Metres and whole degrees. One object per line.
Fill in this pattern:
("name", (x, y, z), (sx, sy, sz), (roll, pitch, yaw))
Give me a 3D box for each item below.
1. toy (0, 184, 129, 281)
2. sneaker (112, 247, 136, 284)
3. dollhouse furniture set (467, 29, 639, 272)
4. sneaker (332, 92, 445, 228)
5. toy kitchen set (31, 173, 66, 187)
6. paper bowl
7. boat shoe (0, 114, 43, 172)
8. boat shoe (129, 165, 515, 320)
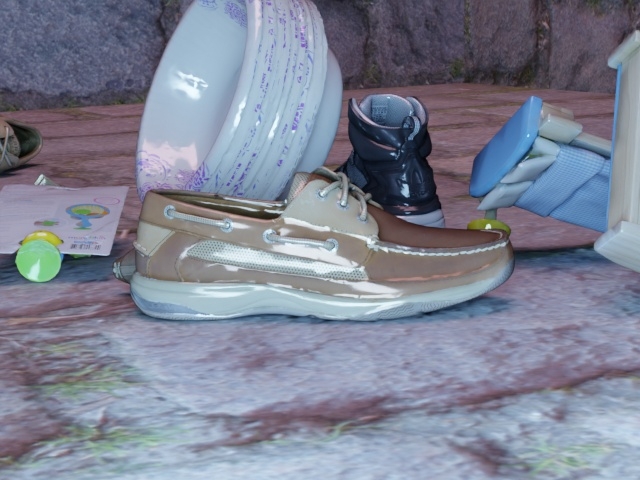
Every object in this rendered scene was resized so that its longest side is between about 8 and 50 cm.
("toy", (-0.272, -0.005, 1.446), (0.136, 0.056, 0.237), (1, 14, -3))
("sneaker", (-0.120, 0.004, 1.332), (0.071, 0.066, 0.188), (-3, 6, 29))
("dollhouse furniture set", (0.309, -0.004, 1.318), (0.286, 0.198, 0.303), (18, -27, -13))
("sneaker", (0.057, -0.088, 1.575), (0.101, 0.153, 0.268), (-5, 10, -22))
("toy kitchen set", (-0.312, -0.027, 1.651), (0.083, 0.075, 0.068), (37, -1, -21))
("paper bowl", (-0.081, -0.143, 1.568), (0.148, 0.284, 0.284), (17, 1, -27))
("boat shoe", (-0.516, -0.152, 2.205), (0.098, 0.109, 0.302), (-2, 4, 8))
("boat shoe", (0.000, 0.000, 1.179), (0.324, 0.116, 0.123), (-2, 10, -1))
